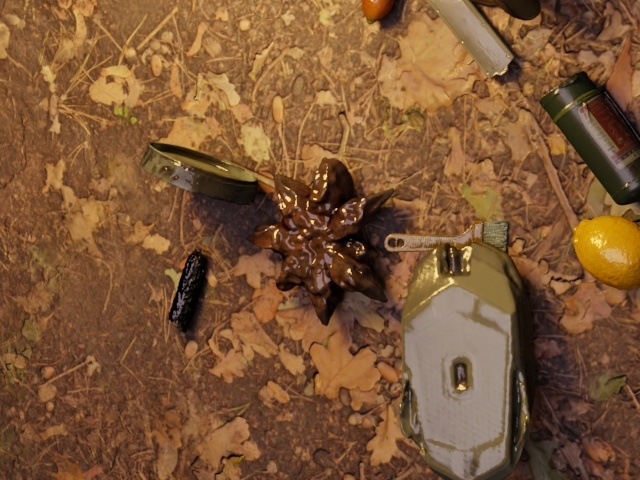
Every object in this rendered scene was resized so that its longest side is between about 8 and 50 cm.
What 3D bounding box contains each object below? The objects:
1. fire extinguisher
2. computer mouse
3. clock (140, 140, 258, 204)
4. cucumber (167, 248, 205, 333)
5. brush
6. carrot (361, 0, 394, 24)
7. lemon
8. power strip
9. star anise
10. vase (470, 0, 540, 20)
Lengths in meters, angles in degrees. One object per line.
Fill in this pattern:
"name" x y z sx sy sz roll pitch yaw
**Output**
"fire extinguisher" 0.481 -0.137 1.784 0.294 0.118 0.093 55 149 10
"computer mouse" 0.262 0.218 1.912 0.228 0.145 0.429 -4 86 25
"clock" -0.224 -0.128 2.058 0.226 0.226 0.049 24 102 22
"cucumber" -0.265 0.099 2.206 0.053 0.053 0.181 24 104 22
"brush" 0.221 0.004 1.942 0.218 0.010 0.083 1 96 9
"carrot" 0.140 -0.506 1.926 0.066 0.062 0.271 45 113 50
"lemon" 0.481 0.016 1.792 0.155 0.114 0.114 37 111 25
"power strip" 0.246 -0.387 1.902 0.060 0.027 0.253 -41 78 26
"star anise" 0.017 0.002 2.021 0.315 0.108 0.315 3 97 29
"vase" 0.240 -0.530 1.732 0.241 0.329 0.302 44 122 57
